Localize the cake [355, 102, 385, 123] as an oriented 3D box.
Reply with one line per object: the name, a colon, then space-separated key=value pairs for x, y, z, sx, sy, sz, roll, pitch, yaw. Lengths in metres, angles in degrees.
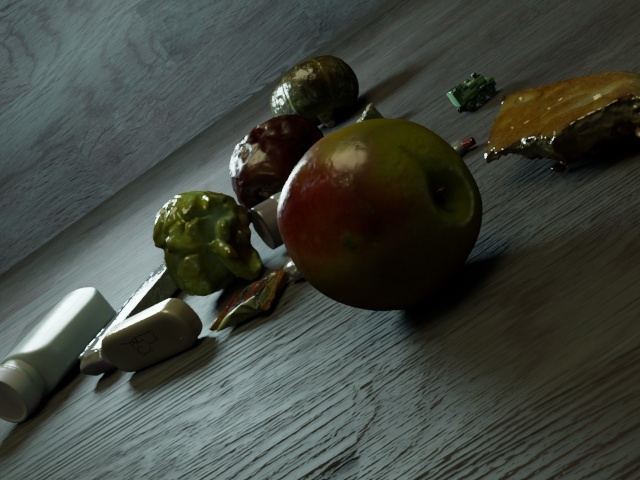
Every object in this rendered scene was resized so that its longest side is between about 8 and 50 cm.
cake: x=0.079 y=-0.212 z=2.069 sx=0.140 sy=0.055 sz=0.051 roll=-49 pitch=10 yaw=27

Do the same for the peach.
peach: x=0.067 y=-0.030 z=1.188 sx=0.231 sy=0.231 sz=0.231 roll=-34 pitch=16 yaw=11

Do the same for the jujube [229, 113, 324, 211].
jujube: x=-0.076 y=-0.142 z=1.949 sx=0.183 sy=0.183 sz=0.243 roll=-29 pitch=25 yaw=26

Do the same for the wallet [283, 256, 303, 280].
wallet: x=0.000 y=0.000 z=1.604 sx=0.095 sy=0.033 sz=0.190 roll=-30 pitch=16 yaw=29

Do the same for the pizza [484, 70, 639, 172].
pizza: x=0.312 y=-0.150 z=1.286 sx=0.182 sy=0.073 sz=0.365 roll=-39 pitch=16 yaw=-14

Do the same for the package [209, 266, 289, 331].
package: x=-0.107 y=0.091 z=1.572 sx=0.121 sy=0.031 sz=0.108 roll=-26 pitch=18 yaw=35

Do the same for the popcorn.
popcorn: x=-0.185 y=0.007 z=1.753 sx=0.213 sy=0.197 sz=0.198 roll=8 pitch=41 yaw=35

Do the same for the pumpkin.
pumpkin: x=-0.002 y=-0.337 z=2.391 sx=0.219 sy=0.162 sz=0.219 roll=-25 pitch=-8 yaw=-4

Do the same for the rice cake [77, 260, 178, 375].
rice cake: x=-0.335 y=0.129 z=1.911 sx=0.073 sy=0.056 sz=0.365 roll=-25 pitch=19 yaw=36

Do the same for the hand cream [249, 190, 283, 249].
hand cream: x=0.000 y=-0.079 z=1.773 sx=0.248 sy=0.083 sz=0.133 roll=-32 pitch=15 yaw=-20

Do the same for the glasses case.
glasses case: x=-0.276 y=0.156 z=1.655 sx=0.196 sy=0.083 sz=0.050 roll=-27 pitch=17 yaw=36

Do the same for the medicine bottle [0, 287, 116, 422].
medicine bottle: x=-0.528 y=0.219 z=1.978 sx=0.161 sy=0.111 sz=0.296 roll=-28 pitch=16 yaw=34

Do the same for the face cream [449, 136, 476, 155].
face cream: x=0.204 y=-0.138 z=1.582 sx=0.083 sy=0.021 sz=0.040 roll=-25 pitch=19 yaw=36

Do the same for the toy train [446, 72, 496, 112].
toy train: x=0.261 y=-0.255 z=1.740 sx=0.083 sy=0.053 sz=0.033 roll=-40 pitch=15 yaw=-7
